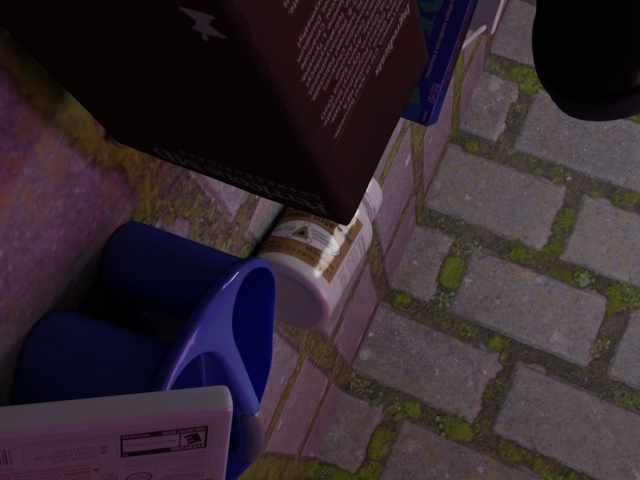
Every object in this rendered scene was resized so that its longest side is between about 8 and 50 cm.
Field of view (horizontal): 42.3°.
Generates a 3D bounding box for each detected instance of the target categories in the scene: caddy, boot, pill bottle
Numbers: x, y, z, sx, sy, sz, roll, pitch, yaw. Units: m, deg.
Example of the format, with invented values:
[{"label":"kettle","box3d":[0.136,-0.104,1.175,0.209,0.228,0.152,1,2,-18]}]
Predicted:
[{"label":"caddy","box3d":[-0.132,0.148,0.768,0.341,0.179,0.241,96,19,-50]},{"label":"boot","box3d":[0.180,-0.366,0.672,0.445,0.146,0.367,44,49,-44]},{"label":"pill bottle","box3d":[0.000,0.000,1.169,0.131,0.131,0.229,96,20,-50]}]

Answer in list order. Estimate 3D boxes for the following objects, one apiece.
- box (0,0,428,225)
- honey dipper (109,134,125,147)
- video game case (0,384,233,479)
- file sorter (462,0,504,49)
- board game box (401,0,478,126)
[{"label":"box","box3d":[-0.077,-0.157,0.388,0.143,0.191,0.381,-65,160,-11]},{"label":"honey dipper","box3d":[-0.143,-0.131,0.598,0.161,0.030,0.030,101,17,-45]},{"label":"video game case","box3d":[-0.183,0.185,0.593,0.026,0.226,0.206,-109,-158,-45]},{"label":"file sorter","box3d":[0.131,-0.382,0.955,0.173,0.192,0.278,-45,154,-53]},{"label":"board game box","box3d":[0.033,-0.217,0.773,0.047,0.210,0.160,-35,144,-66]}]
